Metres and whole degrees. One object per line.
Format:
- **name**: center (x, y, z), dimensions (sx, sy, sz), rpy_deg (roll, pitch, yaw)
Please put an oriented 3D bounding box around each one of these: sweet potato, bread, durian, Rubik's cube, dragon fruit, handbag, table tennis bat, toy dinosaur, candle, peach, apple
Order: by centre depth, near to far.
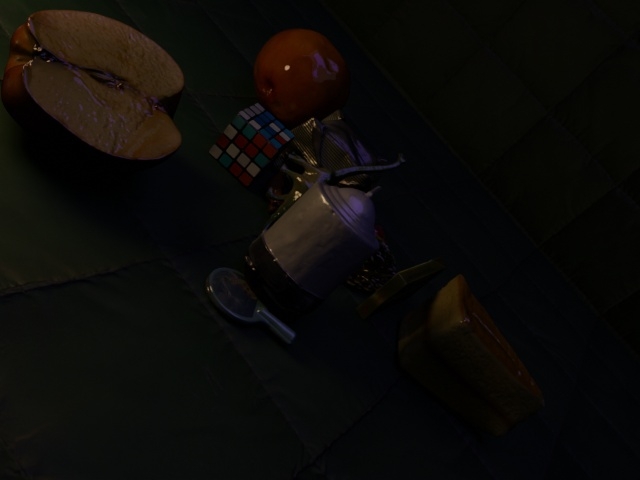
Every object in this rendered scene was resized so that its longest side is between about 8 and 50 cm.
- **apple**: center (-0.455, -0.308, 1.274), dimensions (0.365, 0.295, 0.329), rpy_deg (15, 14, -40)
- **table tennis bat**: center (-0.149, 0.147, 1.340), dimensions (0.237, 0.038, 0.149), rpy_deg (41, 25, -4)
- **candle**: center (0.000, 0.000, 1.395), dimensions (0.221, 0.342, 0.221), rpy_deg (42, 14, -13)
- **bread**: center (0.410, 0.329, 1.662), dimensions (0.361, 0.233, 0.245), rpy_deg (44, 25, -11)
- **toy dinosaur**: center (0.026, -0.127, 1.672), dimensions (0.301, 0.087, 0.447), rpy_deg (29, 67, -5)
- **Rubik's cube**: center (-0.190, -0.267, 1.712), dimensions (0.151, 0.155, 0.154), rpy_deg (42, 27, -3)
- **sweet potato**: center (-0.129, -0.137, 1.732), dimensions (0.202, 0.058, 0.055), rpy_deg (-91, 171, -48)
- **durian**: center (0.098, 0.051, 1.777), dimensions (0.394, 0.163, 0.198), rpy_deg (27, -6, -39)
- **handbag**: center (0.032, -0.229, 1.881), dimensions (0.341, 0.240, 0.247), rpy_deg (48, 32, 3)
- **dragon fruit**: center (0.160, -0.023, 1.893), dimensions (0.112, 0.068, 0.126), rpy_deg (37, -1, 18)
- **peach**: center (-0.074, -0.541, 2.080), dimensions (0.301, 0.343, 0.343), rpy_deg (-33, 78, -33)

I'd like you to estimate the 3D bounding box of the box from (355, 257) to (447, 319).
- **box**: center (0.235, 0.131, 1.740), dimensions (0.043, 0.173, 0.311), rpy_deg (54, 29, 14)
